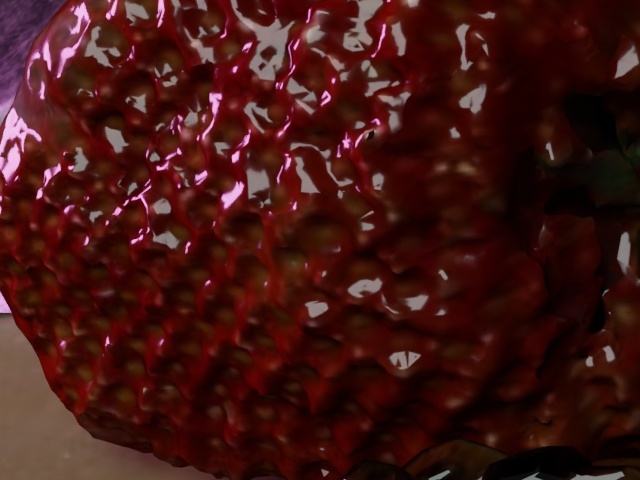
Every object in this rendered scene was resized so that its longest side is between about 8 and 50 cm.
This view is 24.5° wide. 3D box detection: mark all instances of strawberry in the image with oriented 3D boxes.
[{"bbox_3d":[0.010,-0.028,0.680,0.351,0.312,0.267,-10,20,16],"label":"strawberry"}]

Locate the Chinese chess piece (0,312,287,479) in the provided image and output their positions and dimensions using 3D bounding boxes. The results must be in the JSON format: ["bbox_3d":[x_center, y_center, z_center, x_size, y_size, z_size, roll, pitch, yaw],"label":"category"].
[{"bbox_3d":[-0.159,0.183,0.740,0.338,0.141,0.338,-1,39,1],"label":"Chinese chess piece"}]

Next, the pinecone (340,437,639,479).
[{"bbox_3d":[0.098,0.225,0.545,0.242,0.296,0.298,-28,64,-25],"label":"pinecone"}]
